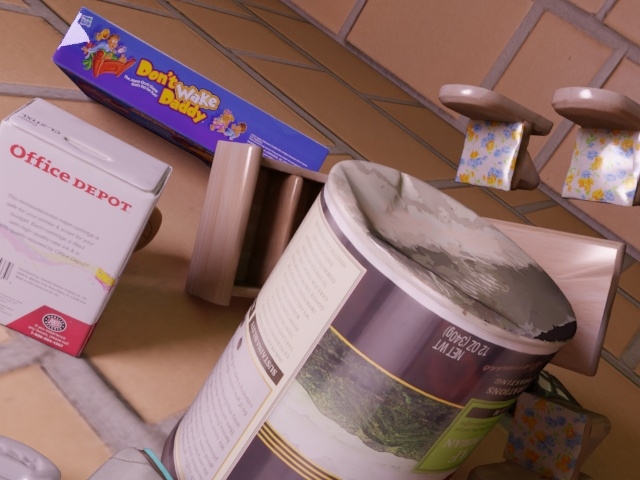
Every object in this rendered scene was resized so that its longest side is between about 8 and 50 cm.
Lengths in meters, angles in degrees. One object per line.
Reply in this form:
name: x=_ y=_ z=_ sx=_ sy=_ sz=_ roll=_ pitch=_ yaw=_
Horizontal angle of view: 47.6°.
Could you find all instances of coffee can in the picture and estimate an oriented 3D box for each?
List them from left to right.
coffee can: x=0.026 y=0.107 z=0.553 sx=0.201 sy=0.275 sz=0.201 roll=26 pitch=23 yaw=-12

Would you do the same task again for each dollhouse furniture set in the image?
dollhouse furniture set: x=0.089 y=0.022 z=0.737 sx=0.256 sy=0.362 sz=0.394 roll=11 pitch=3 yaw=-44

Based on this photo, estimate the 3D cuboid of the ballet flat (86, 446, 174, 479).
ballet flat: x=-0.080 y=0.227 z=0.468 sx=0.213 sy=0.072 sz=0.068 roll=40 pitch=51 yaw=20

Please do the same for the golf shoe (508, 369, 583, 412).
golf shoe: x=0.272 y=0.196 z=0.971 sx=0.198 sy=0.077 sz=0.094 roll=44 pitch=13 yaw=10

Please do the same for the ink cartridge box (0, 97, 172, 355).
ink cartridge box: x=-0.219 y=-0.009 z=0.605 sx=0.127 sy=0.175 sz=0.072 roll=28 pitch=23 yaw=-11

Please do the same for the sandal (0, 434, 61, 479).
sandal: x=-0.122 y=0.243 z=0.333 sx=0.169 sy=0.102 sz=0.416 roll=32 pitch=4 yaw=-43

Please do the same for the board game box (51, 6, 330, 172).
board game box: x=-0.171 y=-0.167 z=1.002 sx=0.347 sy=0.078 sz=0.233 roll=29 pitch=-3 yaw=-8

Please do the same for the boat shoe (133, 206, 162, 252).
boat shoe: x=-0.287 y=-0.046 z=0.696 sx=0.277 sy=0.098 sz=0.096 roll=9 pitch=33 yaw=-42
